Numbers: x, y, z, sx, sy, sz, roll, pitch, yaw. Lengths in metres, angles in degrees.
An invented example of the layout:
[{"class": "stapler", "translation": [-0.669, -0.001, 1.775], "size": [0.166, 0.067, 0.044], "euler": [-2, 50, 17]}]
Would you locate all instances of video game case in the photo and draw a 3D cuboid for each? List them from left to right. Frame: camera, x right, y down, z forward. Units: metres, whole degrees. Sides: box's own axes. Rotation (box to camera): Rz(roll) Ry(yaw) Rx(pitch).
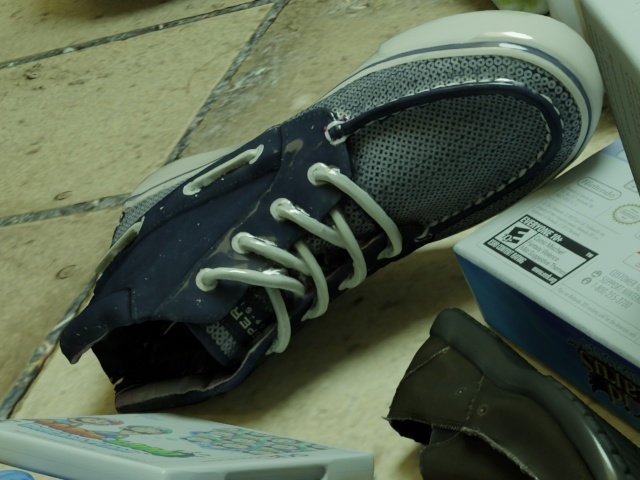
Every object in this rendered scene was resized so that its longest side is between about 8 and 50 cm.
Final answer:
[{"class": "video game case", "translation": [-0.077, 0.106, 0.750], "size": [0.157, 0.019, 0.143], "euler": [4, 0, 42]}, {"class": "video game case", "translation": [0.235, 0.003, 0.724], "size": [0.244, 0.061, 0.269], "euler": [-33, 29, -12]}]

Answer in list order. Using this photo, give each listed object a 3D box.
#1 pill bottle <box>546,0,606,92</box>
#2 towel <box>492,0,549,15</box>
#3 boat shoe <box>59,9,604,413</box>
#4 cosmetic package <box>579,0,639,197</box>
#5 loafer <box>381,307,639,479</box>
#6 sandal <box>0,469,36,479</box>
[{"class": "pill bottle", "translation": [0.277, -0.192, 0.926], "size": [0.265, 0.153, 0.153], "euler": [-13, 30, 22]}, {"class": "towel", "translation": [0.225, -0.387, 1.173], "size": [0.374, 0.090, 0.320], "euler": [-36, 50, 12]}, {"class": "boat shoe", "translation": [0.000, 0.000, 0.839], "size": [0.341, 0.127, 0.158], "euler": [-25, 29, 37]}, {"class": "cosmetic package", "translation": [0.211, -0.033, 0.581], "size": [0.151, 0.151, 0.183], "euler": [-22, 30, 5]}, {"class": "loafer", "translation": [0.092, 0.102, 0.670], "size": [0.078, 0.080, 0.220], "euler": [-51, 20, 1]}, {"class": "sandal", "translation": [-0.051, 0.175, 0.612], "size": [0.138, 0.126, 0.317], "euler": [-32, 36, -27]}]
